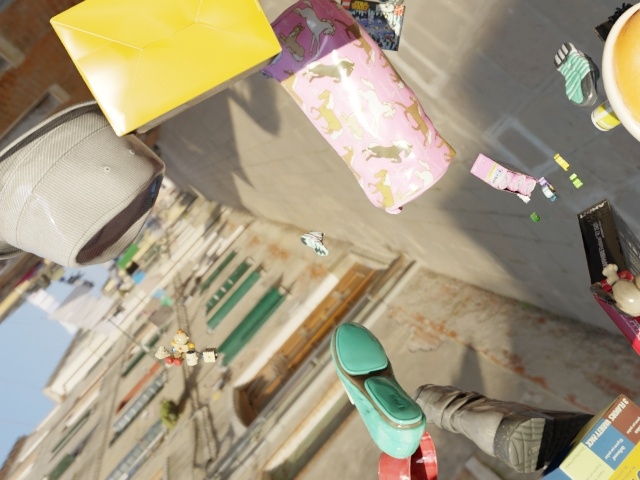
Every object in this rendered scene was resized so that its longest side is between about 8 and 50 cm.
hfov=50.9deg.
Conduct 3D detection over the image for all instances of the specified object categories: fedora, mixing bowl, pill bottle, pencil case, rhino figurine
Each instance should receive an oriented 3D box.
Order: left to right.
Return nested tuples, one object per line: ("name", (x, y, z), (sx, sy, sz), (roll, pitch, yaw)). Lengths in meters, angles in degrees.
("fedora", (-0.293, -0.051, 0.848), (0.124, 0.244, 0.275), (36, -145, 4))
("pencil case", (0.061, -0.228, 1.141), (0.386, 0.160, 0.167), (49, 145, -9))
("mixing bowl", (0.195, 0.529, 1.553), (0.098, 0.181, 0.181), (-7, 147, 27))
("pill bottle", (0.719, -0.318, 1.626), (0.065, 0.065, 0.116), (42, 156, -2))
("rhino figurine", (0.640, 0.075, 1.252), (0.106, 0.243, 0.073), (-113, 7, -54))

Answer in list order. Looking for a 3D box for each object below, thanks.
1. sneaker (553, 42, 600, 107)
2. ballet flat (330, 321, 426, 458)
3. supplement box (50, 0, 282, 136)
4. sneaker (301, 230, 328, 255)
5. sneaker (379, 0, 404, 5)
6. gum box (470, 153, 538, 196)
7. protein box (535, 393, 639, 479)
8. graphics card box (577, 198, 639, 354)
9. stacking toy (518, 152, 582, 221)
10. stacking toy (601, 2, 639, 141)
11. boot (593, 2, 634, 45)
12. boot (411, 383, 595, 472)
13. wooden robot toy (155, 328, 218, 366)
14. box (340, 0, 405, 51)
("sneaker", (0.618, -0.377, 1.549), (0.098, 0.083, 0.224), (16, -135, -15))
("ballet flat", (0.070, 0.212, 0.946), (0.247, 0.083, 0.087), (-126, 37, -58))
("supplement box", (-0.161, -0.220, 0.755), (0.129, 0.191, 0.194), (62, 178, -13))
("sneaker", (0.000, 0.000, 1.903), (0.098, 0.069, 0.038), (35, 140, 25))
("sneaker", (0.128, -0.604, 1.568), (0.191, 0.071, 0.083), (45, -172, 17))
("gum box", (0.539, -0.187, 1.955), (0.188, 0.062, 0.107), (8, -154, -44))
("protein box", (0.424, 0.347, 0.908), (0.201, 0.136, 0.200), (42, 164, 23))
("graphics card box", (0.719, 0.085, 1.580), (0.233, 0.094, 0.371), (46, -148, -17))
("stacking toy", (0.656, -0.153, 1.942), (0.052, 0.167, 0.221), (40, -157, -11))
("stacking toy", (0.743, -0.358, 1.120), (0.350, 0.350, 0.480), (42, 164, 2))
("boot", (0.737, -0.505, 1.633), (0.121, 0.099, 0.045), (58, -161, 6))
("boot", (0.322, 0.308, 1.144), (0.338, 0.118, 0.222), (26, 171, -40))
("wooden robot toy", (-0.343, 0.263, 1.674), (0.173, 0.079, 0.076), (3, -162, 24))
("box", (0.104, -0.454, 1.412), (0.137, 0.094, 0.027), (12, -164, 15))
